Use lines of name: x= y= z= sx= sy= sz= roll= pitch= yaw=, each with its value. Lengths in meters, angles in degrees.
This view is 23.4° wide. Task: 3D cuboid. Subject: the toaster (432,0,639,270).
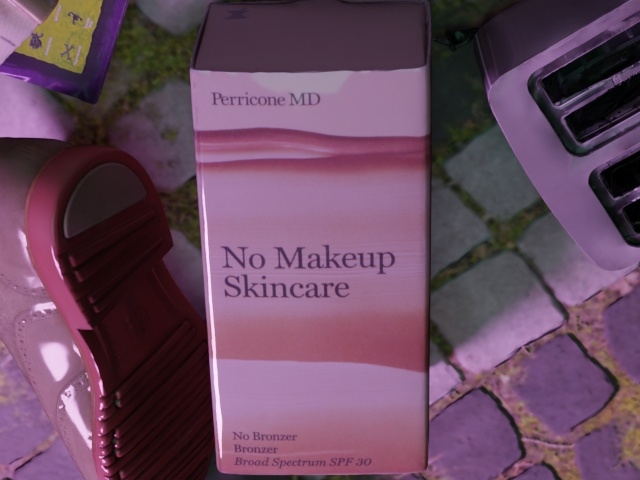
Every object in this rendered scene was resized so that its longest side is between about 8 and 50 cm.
toaster: x=0.195 y=-0.092 z=0.982 sx=0.186 sy=0.110 sz=0.168 roll=-29 pitch=112 yaw=16

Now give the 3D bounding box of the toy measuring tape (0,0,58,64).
toy measuring tape: x=-0.284 y=-0.068 z=1.008 sx=0.121 sy=0.121 sz=0.330 roll=41 pitch=110 yaw=-18

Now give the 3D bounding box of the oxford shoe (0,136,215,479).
oxford shoe: x=-0.162 y=0.069 z=1.096 sx=0.130 sy=0.123 sz=0.348 roll=17 pitch=131 yaw=33

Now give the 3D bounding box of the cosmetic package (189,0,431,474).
cosmetic package: x=0.000 y=0.000 z=1.025 sx=0.153 sy=0.129 sz=0.296 roll=-1 pitch=117 yaw=4

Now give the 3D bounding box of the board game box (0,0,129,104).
board game box: x=-0.185 y=-0.271 z=0.936 sx=0.208 sy=0.056 sz=0.347 roll=16 pitch=117 yaw=-12
